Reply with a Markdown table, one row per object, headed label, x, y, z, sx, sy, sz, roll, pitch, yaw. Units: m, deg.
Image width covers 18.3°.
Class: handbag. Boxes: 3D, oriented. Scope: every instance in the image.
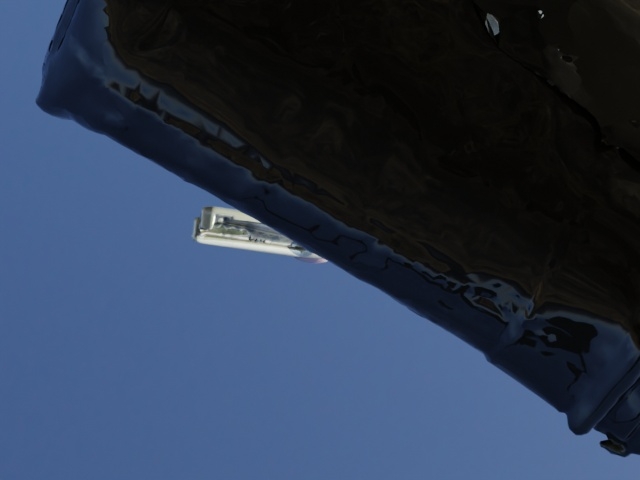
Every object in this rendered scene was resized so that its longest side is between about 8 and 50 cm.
| label | x | y | z | sx | sy | sz | roll | pitch | yaw |
| --- | --- | --- | --- | --- | --- | --- | --- | --- | --- |
| handbag | 0.053 | -0.073 | 0.637 | 0.223 | 0.080 | 0.247 | 29 | -138 | 1 |

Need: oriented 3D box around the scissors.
| label | x | y | z | sx | sy | sz | roll | pitch | yaw |
| --- | --- | --- | --- | --- | --- | --- | --- | --- | --- |
| scissors | 0.000 | 0.000 | 0.913 | 0.085 | 0.022 | 0.176 | 7 | 179 | 37 |
